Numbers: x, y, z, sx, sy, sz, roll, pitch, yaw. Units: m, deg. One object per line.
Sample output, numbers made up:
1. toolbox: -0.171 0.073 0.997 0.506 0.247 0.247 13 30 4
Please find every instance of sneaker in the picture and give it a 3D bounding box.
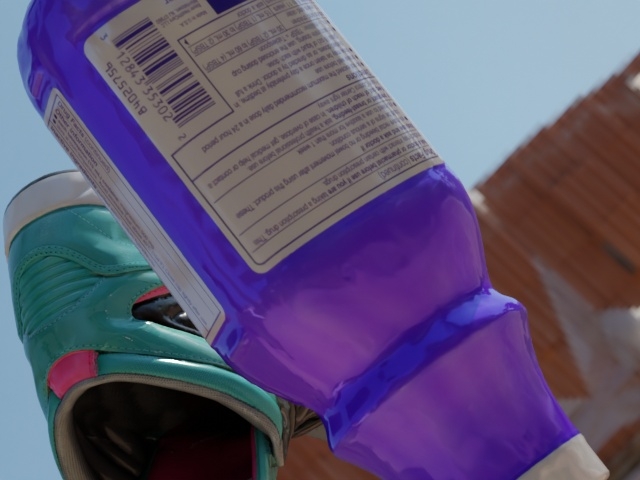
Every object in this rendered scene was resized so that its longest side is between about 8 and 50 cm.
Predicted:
1. sneaker: -0.035 0.093 0.937 0.295 0.178 0.124 27 -52 -33

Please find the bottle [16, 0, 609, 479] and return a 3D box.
1. bottle: 0.000 0.000 0.704 0.118 0.283 0.092 -32 -13 -29
